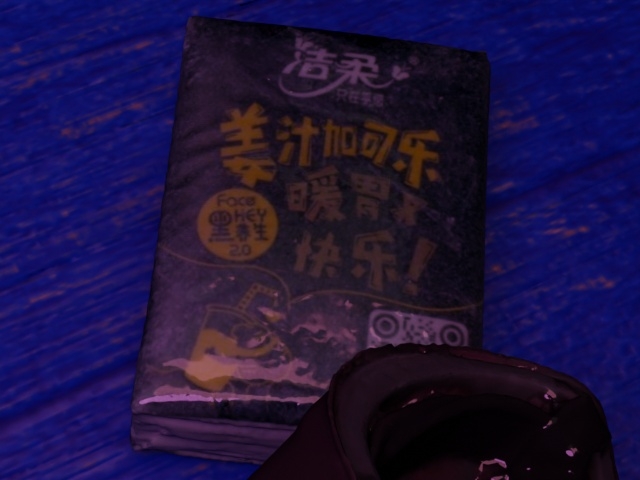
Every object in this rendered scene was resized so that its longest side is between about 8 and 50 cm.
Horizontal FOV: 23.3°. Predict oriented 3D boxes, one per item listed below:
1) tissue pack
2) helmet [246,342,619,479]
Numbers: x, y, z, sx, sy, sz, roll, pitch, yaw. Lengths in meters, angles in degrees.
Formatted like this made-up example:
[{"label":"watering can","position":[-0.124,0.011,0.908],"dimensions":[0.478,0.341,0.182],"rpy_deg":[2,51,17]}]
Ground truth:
[{"label":"tissue pack","position":[0.000,0.000,0.881],"dimensions":[0.185,0.081,0.257],"rpy_deg":[8,61,-4]},{"label":"helmet","position":[0.074,0.220,0.690],"dimensions":[0.338,0.197,0.271],"rpy_deg":[54,31,13]}]
